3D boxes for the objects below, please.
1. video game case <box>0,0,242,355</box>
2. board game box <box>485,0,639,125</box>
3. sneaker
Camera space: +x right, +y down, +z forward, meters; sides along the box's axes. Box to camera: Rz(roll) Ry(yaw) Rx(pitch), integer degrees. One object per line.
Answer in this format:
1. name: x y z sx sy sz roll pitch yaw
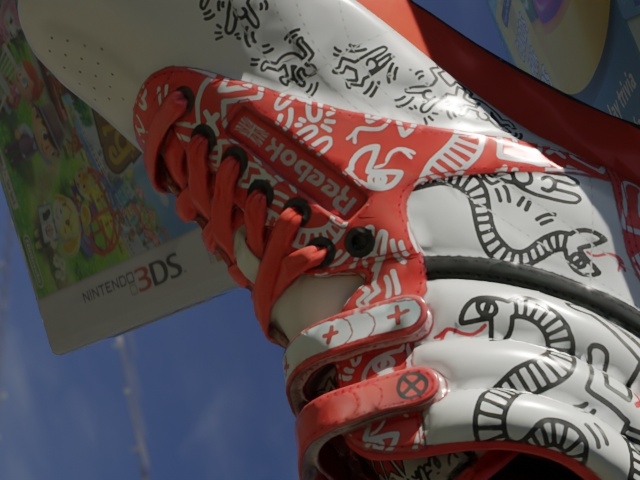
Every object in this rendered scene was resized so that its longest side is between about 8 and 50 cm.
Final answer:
1. video game case: -0.107 -0.064 0.863 0.193 0.023 0.212 -22 -96 52
2. board game box: 0.099 -0.178 0.700 0.254 0.079 0.336 94 -24 -74
3. sneaker: 0.001 0.000 0.564 0.270 0.145 0.090 25 -36 4
